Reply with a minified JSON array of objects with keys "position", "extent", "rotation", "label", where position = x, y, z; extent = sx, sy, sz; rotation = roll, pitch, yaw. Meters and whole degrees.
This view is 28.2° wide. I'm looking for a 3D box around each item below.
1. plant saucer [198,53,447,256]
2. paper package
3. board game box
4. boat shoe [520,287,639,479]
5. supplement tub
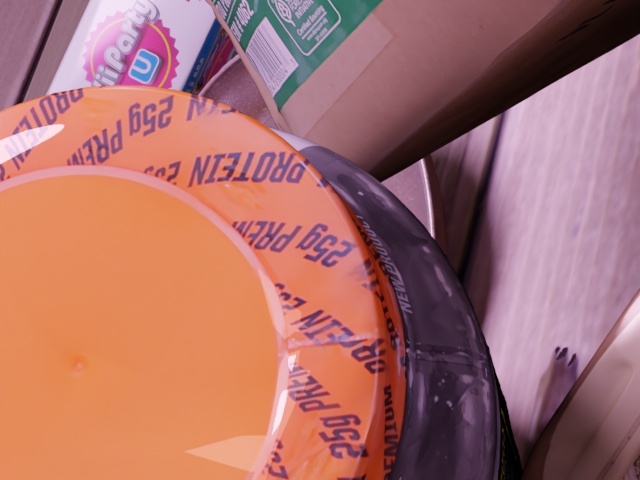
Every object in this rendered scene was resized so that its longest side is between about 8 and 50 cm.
[{"position":[-0.020,0.024,0.815],"extent":[0.310,0.050,0.311],"rotation":[-13,73,51],"label":"plant saucer"},{"position":[0.121,-0.188,0.443],"extent":[0.309,0.168,0.325],"rotation":[-30,-4,-28],"label":"paper package"},{"position":[-0.112,-0.131,1.036],"extent":[0.224,0.097,0.303],"rotation":[-64,-8,6],"label":"board game box"},{"position":[0.201,-0.013,0.427],"extent":[0.110,0.121,0.341],"rotation":[38,111,27],"label":"boat shoe"},{"position":[-0.030,0.086,0.483],"extent":[0.338,0.207,0.207],"rotation":[61,-135,-67],"label":"supplement tub"}]
